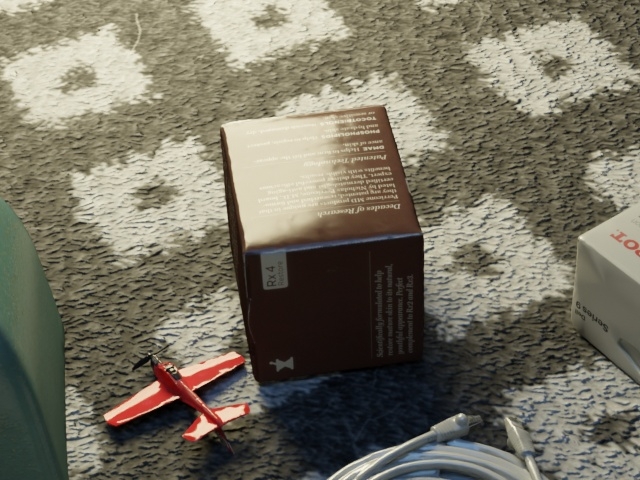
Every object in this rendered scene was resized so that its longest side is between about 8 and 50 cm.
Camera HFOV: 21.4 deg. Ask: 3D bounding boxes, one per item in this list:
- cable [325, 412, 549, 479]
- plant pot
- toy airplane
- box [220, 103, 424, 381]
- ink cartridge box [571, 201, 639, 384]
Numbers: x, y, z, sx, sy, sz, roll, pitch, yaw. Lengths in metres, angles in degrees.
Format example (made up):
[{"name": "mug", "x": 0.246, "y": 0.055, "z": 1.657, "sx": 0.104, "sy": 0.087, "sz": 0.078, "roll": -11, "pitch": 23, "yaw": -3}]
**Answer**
[{"name": "cable", "x": 0.092, "y": 0.275, "z": 1.379, "sx": 0.257, "sy": 0.089, "sz": 0.257, "roll": -16, "pitch": 44, "yaw": -13}, {"name": "plant pot", "x": -0.363, "y": 0.081, "z": 1.501, "sx": 0.247, "sy": 0.252, "sz": 0.248, "roll": -6, "pitch": 42, "yaw": -5}, {"name": "toy airplane", "x": -0.124, "y": 0.147, "z": 1.580, "sx": 0.151, "sy": 0.028, "sz": 0.151, "roll": -1, "pitch": 40, "yaw": 1}, {"name": "box", "x": 0.000, "y": 0.000, "z": 1.633, "sx": 0.167, "sy": 0.168, "sz": 0.203, "roll": -7, "pitch": 42, "yaw": -6}, {"name": "ink cartridge box", "x": 0.413, "y": 0.033, "z": 1.607, "sx": 0.289, "sy": 0.121, "sz": 0.211, "roll": -28, "pitch": 47, "yaw": -25}]
